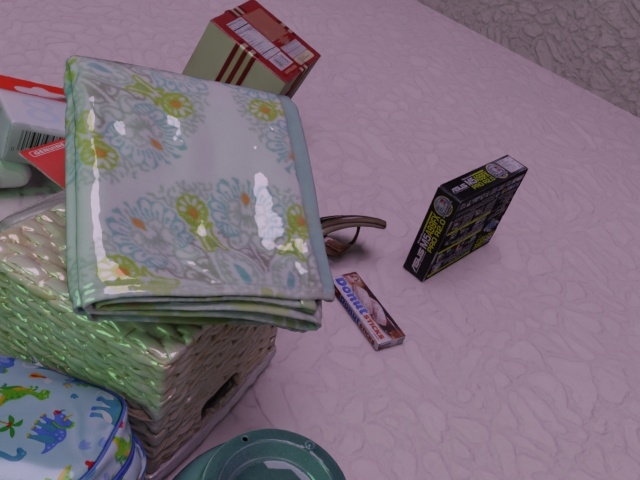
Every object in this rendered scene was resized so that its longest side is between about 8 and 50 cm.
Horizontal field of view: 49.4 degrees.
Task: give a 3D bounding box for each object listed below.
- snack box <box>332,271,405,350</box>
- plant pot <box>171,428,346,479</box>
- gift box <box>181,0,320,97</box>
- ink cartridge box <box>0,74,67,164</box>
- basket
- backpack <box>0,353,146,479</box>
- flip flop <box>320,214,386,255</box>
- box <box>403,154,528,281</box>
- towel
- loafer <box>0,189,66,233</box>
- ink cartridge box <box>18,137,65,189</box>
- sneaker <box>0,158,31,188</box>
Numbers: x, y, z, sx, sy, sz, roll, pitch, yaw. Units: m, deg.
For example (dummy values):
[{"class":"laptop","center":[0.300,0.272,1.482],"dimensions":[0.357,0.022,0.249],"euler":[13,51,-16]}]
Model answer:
[{"class":"snack box","center":[0.085,0.130,1.313],"dimensions":[0.064,0.022,0.178],"euler":[-11,46,-31]},{"class":"plant pot","center":[-0.071,0.352,0.829],"dimensions":[0.292,0.196,0.293],"euler":[11,37,-8]},{"class":"gift box","center":[-0.172,-0.368,1.654],"dimensions":[0.276,0.258,0.255],"euler":[43,38,1]},{"class":"ink cartridge box","center":[-0.534,-0.273,1.449],"dimensions":[0.308,0.091,0.385],"euler":[5,34,-41]},{"class":"basket","center":[-0.259,0.100,1.015],"dimensions":[0.331,0.267,0.328],"euler":[28,39,16]},{"class":"backpack","center":[-0.383,0.266,0.793],"dimensions":[0.355,0.273,0.290],"euler":[31,18,-4]},{"class":"flip flop","center":[0.000,0.000,1.395],"dimensions":[0.276,0.080,0.112],"euler":[-15,8,-18]},{"class":"box","center":[0.308,-0.050,1.471],"dimensions":[0.270,0.216,0.060],"euler":[-25,55,-41]},{"class":"towel","center":[-0.155,-0.064,0.886],"dimensions":[0.320,0.090,0.375],"euler":[7,56,-32]},{"class":"loafer","center":[-0.440,-0.049,1.263],"dimensions":[0.111,0.112,0.319],"euler":[33,32,27]},{"class":"ink cartridge box","center":[-0.246,-0.132,1.038],"dimensions":[0.261,0.066,0.296],"euler":[36,41,22]},{"class":"sneaker","center":[-0.651,-0.101,1.269],"dimensions":[0.232,0.090,0.115],"euler":[-4,52,-17]}]
